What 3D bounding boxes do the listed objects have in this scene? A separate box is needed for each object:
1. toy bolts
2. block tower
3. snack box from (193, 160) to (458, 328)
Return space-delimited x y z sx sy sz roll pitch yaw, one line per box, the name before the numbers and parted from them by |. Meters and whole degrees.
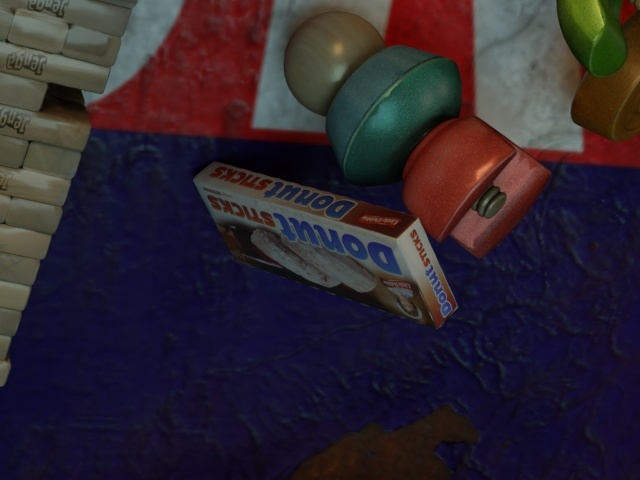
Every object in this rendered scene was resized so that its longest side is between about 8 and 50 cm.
toy bolts | 0.095 -0.116 1.040 0.228 0.158 0.218 -48 160 3
block tower | -0.167 -0.089 0.985 0.097 0.091 0.335 13 115 -19
snack box | 0.000 0.000 1.035 0.022 0.178 0.064 -42 125 -25
